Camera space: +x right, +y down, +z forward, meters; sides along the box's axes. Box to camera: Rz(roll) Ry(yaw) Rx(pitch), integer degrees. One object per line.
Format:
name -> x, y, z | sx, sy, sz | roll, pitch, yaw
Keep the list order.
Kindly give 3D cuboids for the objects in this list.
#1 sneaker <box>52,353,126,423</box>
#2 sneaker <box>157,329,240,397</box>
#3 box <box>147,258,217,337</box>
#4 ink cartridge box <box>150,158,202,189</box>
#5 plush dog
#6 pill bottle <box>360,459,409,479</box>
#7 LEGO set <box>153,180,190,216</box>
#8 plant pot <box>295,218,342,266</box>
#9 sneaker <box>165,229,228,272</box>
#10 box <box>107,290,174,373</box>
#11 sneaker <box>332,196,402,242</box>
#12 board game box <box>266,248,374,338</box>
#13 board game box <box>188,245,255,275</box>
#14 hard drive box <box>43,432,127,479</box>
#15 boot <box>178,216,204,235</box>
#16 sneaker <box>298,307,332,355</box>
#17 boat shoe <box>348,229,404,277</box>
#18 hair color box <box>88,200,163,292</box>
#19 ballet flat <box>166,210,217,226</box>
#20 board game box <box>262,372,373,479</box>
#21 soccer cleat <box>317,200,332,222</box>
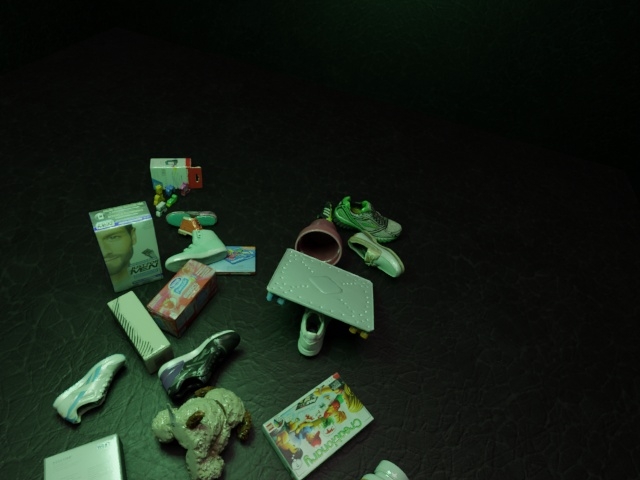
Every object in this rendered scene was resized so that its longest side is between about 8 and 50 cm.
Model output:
sneaker -> -0.695, 0.455, 1.252 | 0.092, 0.087, 0.229 | 35, 56, 12
sneaker -> -0.375, 0.414, 1.325 | 0.283, 0.107, 0.124 | -30, 43, -23
box -> -0.502, 0.210, 1.493 | 0.122, 0.128, 0.257 | 22, 46, 10
ink cartridge box -> -0.702, -0.326, 1.974 | 0.230, 0.134, 0.078 | -3, 46, -15
plush dog -> -0.328, 0.526, 1.199 | 0.262, 0.211, 0.225 | 34, 22, 18
pill bottle -> 0.140, 0.737, 1.099 | 0.136, 0.136, 0.245 | 35, 49, 22
LEGO set -> -0.723, -0.223, 1.898 | 0.086, 0.093, 0.227 | 22, 46, 11
plant pot -> 0.000, 0.000, 1.772 | 0.201, 0.202, 0.180 | 12, 29, 0
sneaker -> -0.525, 0.036, 1.643 | 0.255, 0.094, 0.151 | -17, 57, -37
box -> -0.617, 0.311, 1.383 | 0.094, 0.113, 0.275 | -31, 57, -33
sneaker -> 0.236, -0.098, 1.922 | 0.343, 0.146, 0.134 | 19, 45, -8
board game box -> 0.013, 0.188, 1.537 | 0.389, 0.050, 0.390 | 22, 20, -1
board game box -> -0.418, 0.085, 1.704 | 0.281, 0.027, 0.145 | 1, 47, -10
hard drive box -> -0.607, 0.663, 1.053 | 0.181, 0.089, 0.232 | -12, 50, -22
boot -> -0.541, -0.054, 1.767 | 0.157, 0.085, 0.059 | 16, 3, 2
sneaker -> -0.005, 0.275, 1.514 | 0.114, 0.152, 0.305 | 11, 43, 2
boat shoe -> 0.242, 0.072, 1.801 | 0.103, 0.113, 0.302 | -22, 43, -27
hair color box -> -0.701, 0.030, 1.479 | 0.185, 0.339, 0.110 | -18, 51, -26
ballet flat -> -0.585, -0.103, 1.833 | 0.221, 0.077, 0.079 | -2, 28, -20
board game box -> -0.006, 0.584, 1.279 | 0.305, 0.053, 0.193 | -26, 56, -31
soccer cleat -> 0.021, -0.131, 1.984 | 0.072, 0.060, 0.179 | 3, 48, -6
